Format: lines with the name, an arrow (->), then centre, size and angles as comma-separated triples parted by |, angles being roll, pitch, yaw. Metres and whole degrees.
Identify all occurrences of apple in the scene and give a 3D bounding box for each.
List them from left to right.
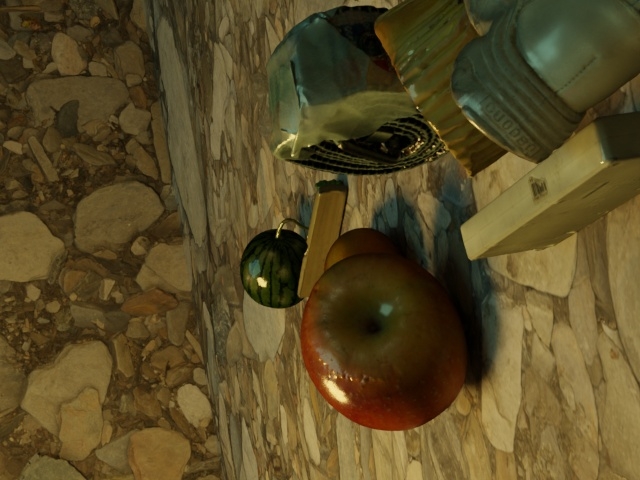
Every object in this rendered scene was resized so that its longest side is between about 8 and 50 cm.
apple -> 0.084, 0.133, 1.616 | 0.173, 0.210, 0.235 | 57, -155, -58

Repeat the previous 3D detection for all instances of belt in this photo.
belt -> 0.054, -0.173, 1.507 | 0.207, 0.257, 0.150 | -27, 63, 37

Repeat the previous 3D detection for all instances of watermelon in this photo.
watermelon -> -0.076, 0.034, 2.283 | 0.140, 0.141, 0.187 | -117, 26, -53

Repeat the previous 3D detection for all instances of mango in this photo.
mango -> 0.062, 0.045, 1.829 | 0.253, 0.113, 0.138 | -121, 23, -72

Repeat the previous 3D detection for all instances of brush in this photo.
brush -> 0.000, 0.000, 2.150 | 0.282, 0.054, 0.048 | 100, 167, -46

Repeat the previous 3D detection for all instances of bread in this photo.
bread -> 0.150, -0.179, 1.278 | 0.179, 0.133, 0.250 | 56, -170, -16

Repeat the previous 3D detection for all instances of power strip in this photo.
power strip -> 0.230, -0.044, 1.163 | 0.367, 0.106, 0.043 | 132, 128, -70

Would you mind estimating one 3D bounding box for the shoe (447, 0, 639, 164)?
shoe -> 0.230, -0.217, 1.065 | 0.210, 0.132, 0.342 | -39, 19, 31
